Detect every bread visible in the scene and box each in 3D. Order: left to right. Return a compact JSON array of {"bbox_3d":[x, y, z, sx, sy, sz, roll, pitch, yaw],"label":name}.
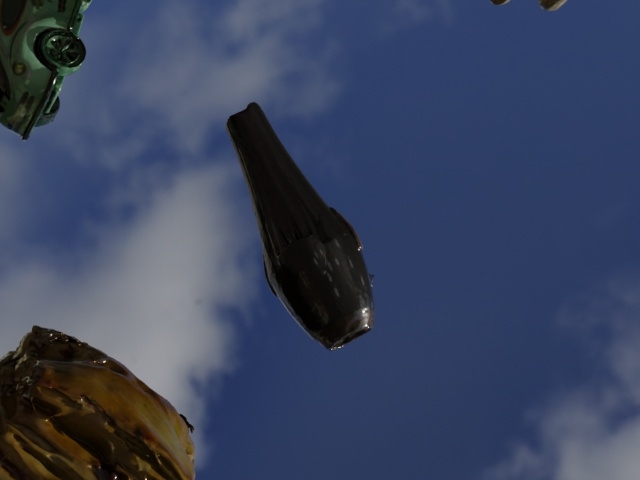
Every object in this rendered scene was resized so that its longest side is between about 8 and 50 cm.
[{"bbox_3d":[-0.247,0.231,1.799,0.167,0.277,0.324,-47,-168,14],"label":"bread"}]

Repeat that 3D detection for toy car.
[{"bbox_3d":[-0.325,-0.266,1.856,0.136,0.125,0.306,133,-28,-54],"label":"toy car"}]

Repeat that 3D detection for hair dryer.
[{"bbox_3d":[0.000,0.000,1.976,0.120,0.359,0.303,-31,-105,9],"label":"hair dryer"}]

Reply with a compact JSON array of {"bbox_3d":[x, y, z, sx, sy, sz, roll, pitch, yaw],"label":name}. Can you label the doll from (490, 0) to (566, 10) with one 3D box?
[{"bbox_3d":[0.253,-0.408,1.624,0.247,0.247,0.349,24,-91,46],"label":"doll"}]
